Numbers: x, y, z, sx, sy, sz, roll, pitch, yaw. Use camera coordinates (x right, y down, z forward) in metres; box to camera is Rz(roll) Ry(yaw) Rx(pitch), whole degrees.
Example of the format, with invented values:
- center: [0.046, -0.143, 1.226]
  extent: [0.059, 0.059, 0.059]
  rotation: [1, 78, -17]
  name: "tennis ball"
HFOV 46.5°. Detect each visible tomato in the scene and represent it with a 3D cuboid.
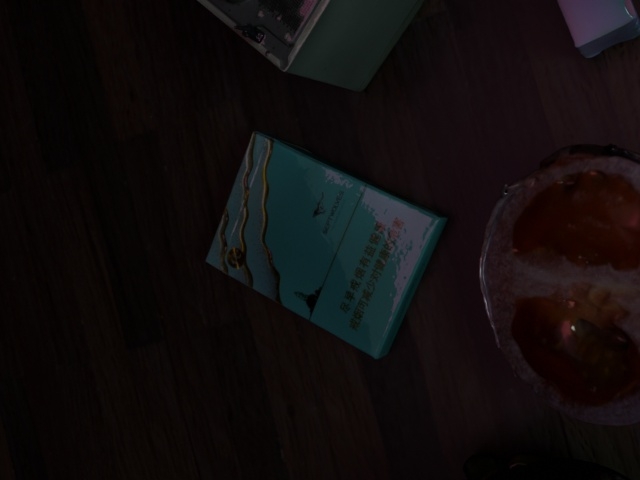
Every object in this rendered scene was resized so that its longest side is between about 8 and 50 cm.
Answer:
- center: [0.244, 0.033, 0.638]
  extent: [0.199, 0.112, 0.227]
  rotation: [8, 99, 47]
  name: "tomato"

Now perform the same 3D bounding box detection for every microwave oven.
- center: [-0.043, -0.275, 0.715]
  extent: [0.240, 0.194, 0.145]
  rotation: [43, 108, 20]
  name: "microwave oven"

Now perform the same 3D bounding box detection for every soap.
- center: [0.221, -0.241, 0.637]
  extent: [0.056, 0.100, 0.149]
  rotation: [-21, 85, 25]
  name: "soap"

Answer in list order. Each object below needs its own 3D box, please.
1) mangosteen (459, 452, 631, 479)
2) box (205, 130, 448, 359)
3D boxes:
- center: [0.202, 0.276, 0.635]
  extent: [0.216, 0.216, 0.216]
  rotation: [2, 94, 26]
  name: "mangosteen"
- center: [0.000, 0.000, 0.791]
  extent: [0.229, 0.041, 0.162]
  rotation: [27, 104, 21]
  name: "box"
